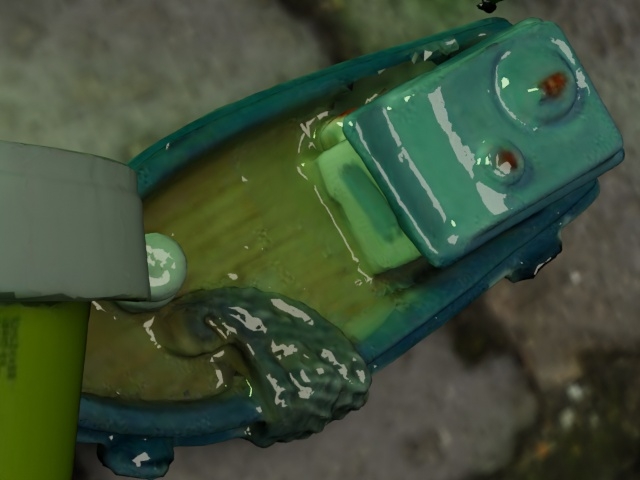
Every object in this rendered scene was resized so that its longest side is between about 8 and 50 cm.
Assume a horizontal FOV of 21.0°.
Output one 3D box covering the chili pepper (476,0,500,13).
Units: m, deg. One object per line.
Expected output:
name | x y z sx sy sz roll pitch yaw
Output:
chili pepper | 0.115 -0.159 0.653 0.224 0.061 0.098 -31 68 -28

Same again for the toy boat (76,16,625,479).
toy boat | 0.000 0.000 0.555 0.238 0.098 0.109 -30 91 -27

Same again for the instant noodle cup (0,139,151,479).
instant noodle cup | -0.180 0.135 0.365 0.294 0.294 0.307 2 87 -26
